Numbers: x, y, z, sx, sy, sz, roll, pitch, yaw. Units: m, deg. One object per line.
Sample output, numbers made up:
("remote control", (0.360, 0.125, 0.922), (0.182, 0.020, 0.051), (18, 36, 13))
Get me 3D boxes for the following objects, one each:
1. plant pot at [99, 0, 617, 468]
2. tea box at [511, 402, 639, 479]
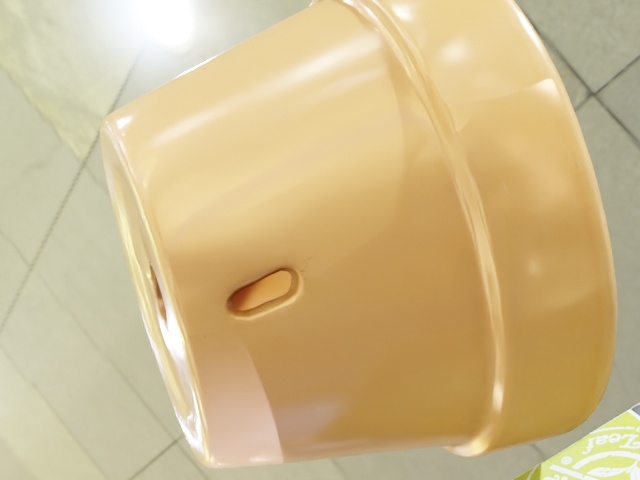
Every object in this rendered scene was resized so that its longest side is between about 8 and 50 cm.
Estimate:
("plant pot", (0.000, 0.000, 0.628), (0.291, 0.203, 0.291), (164, 90, -76))
("tea box", (0.237, 0.263, 0.562), (0.329, 0.323, 0.220), (42, 158, 58))
